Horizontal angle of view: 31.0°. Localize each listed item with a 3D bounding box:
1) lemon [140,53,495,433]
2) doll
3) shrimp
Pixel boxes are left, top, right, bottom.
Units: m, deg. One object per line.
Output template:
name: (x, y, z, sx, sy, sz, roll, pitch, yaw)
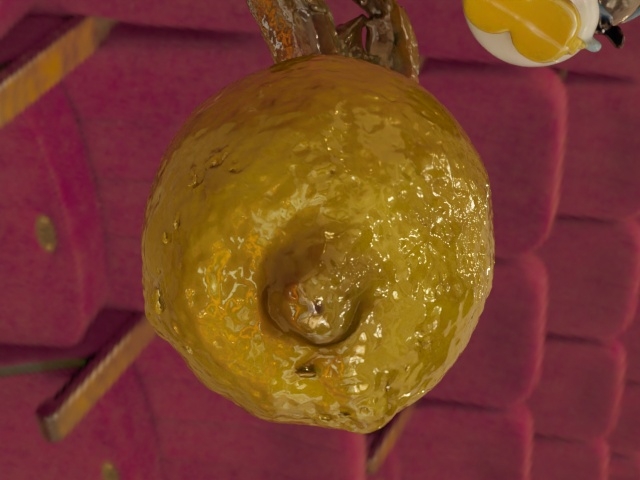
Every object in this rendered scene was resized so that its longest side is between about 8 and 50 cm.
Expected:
lemon: (0.000, 0.000, 0.787, 0.320, 0.245, 0.245, -82, -179, -73)
doll: (0.210, -0.244, 0.995, 0.141, 0.177, 0.314, -61, 176, 36)
shrimp: (0.002, -0.197, 0.996, 0.248, 0.068, 0.150, 52, 57, -18)
